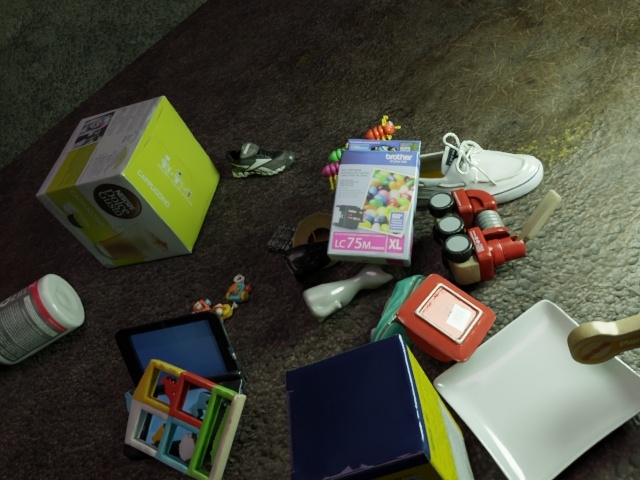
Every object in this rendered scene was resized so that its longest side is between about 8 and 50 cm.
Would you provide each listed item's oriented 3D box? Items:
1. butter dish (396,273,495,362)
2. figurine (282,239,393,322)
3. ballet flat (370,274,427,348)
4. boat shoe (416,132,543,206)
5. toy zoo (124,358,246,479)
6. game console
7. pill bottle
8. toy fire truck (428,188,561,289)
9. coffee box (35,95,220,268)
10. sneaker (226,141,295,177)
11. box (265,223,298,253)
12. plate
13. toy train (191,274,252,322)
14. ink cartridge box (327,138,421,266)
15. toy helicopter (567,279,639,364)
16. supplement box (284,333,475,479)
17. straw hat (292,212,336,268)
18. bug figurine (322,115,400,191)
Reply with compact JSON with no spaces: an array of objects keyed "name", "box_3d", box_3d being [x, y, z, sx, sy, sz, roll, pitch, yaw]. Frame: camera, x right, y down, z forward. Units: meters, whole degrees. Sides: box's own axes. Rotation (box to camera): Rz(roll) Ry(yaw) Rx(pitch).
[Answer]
[{"name":"butter dish","box_3d":[0.235,0.174,1.278,0.160,0.118,0.160,34,49,16]},{"name":"figurine","box_3d":[0.044,0.066,1.514,0.209,0.092,0.215,-29,50,-1]},{"name":"ballet flat","box_3d":[0.155,0.180,1.360,0.087,0.083,0.247,-15,38,56]},{"name":"boat shoe","box_3d":[0.324,-0.178,1.525,0.367,0.156,0.136,-1,50,33]},{"name":"toy zoo","box_3d":[-0.310,0.377,1.389,0.293,0.030,0.192,15,85,28]},{"name":"game console","box_3d":[-0.335,0.325,1.448,0.293,0.173,0.250,-15,44,21]},{"name":"pill bottle","box_3d":[-0.860,0.246,1.857,0.318,0.176,0.176,-31,41,3]},{"name":"toy fire truck","box_3d":[0.371,-0.038,1.383,0.246,0.158,0.217,-14,43,4]},{"name":"coffee box","box_3d":[-0.555,-0.167,1.939,0.334,0.337,0.338,-9,46,25]},{"name":"sneaker","box_3d":[-0.192,-0.252,1.966,0.234,0.106,0.078,-4,49,29]},{"name":"box","box_3d":[-0.101,-0.005,1.735,0.067,0.018,0.083,7,55,37]},{"name":"plate","box_3d":[0.384,0.268,1.140,0.278,0.045,0.277,-36,40,-3]},{"name":"toy train","box_3d":[-0.259,0.148,1.667,0.166,0.046,0.125,-41,42,-8]},{"name":"ink cartridge box","box_3d":[0.127,-0.101,1.484,0.186,0.065,0.311,4,71,15]},{"name":"toy helicopter","box_3d":[0.569,0.118,1.021,0.355,0.235,0.140,-19,43,16]},{"name":"supplement box","box_3d":[0.110,0.342,1.003,0.195,0.356,0.194,-22,42,14]},{"name":"straw hat","box_3d":[0.000,0.000,1.627,0.144,0.144,0.061,-29,1,5]},{"name":"bug figurine","box_3d":[0.107,-0.233,1.723,0.216,0.072,0.279,-24,22,21]}]
